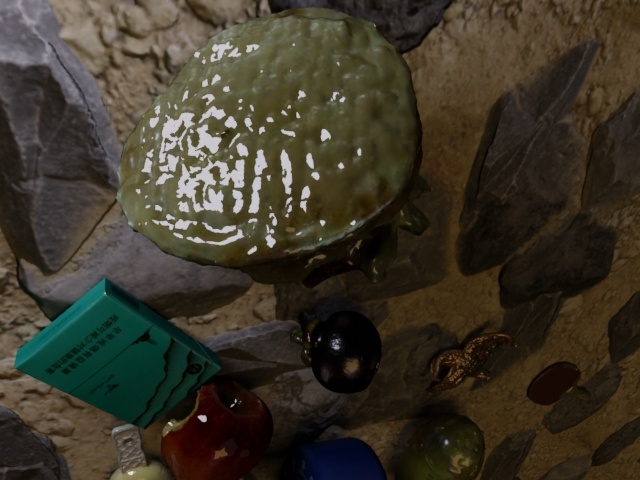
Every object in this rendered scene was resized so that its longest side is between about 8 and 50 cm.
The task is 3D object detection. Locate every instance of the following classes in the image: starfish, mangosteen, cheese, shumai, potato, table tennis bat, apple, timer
[{"bbox_3d":[0.295,0.246,1.037,0.150,0.053,0.210,35,108,-24],"label":"starfish"},{"bbox_3d":[0.023,0.172,0.818,0.151,0.137,0.137,15,121,7],"label":"mangosteen"},{"bbox_3d":[-0.311,0.394,0.857,0.127,0.050,0.255,-11,125,-17],"label":"cheese"},{"bbox_3d":[-0.036,-0.057,0.603,0.330,0.292,0.288,-21,164,-2],"label":"shumai"},{"bbox_3d":[0.256,0.495,1.122,0.176,0.141,0.298,11,124,-15],"label":"potato"},{"bbox_3d":[0.595,0.360,1.253,0.234,0.022,0.131,23,110,-32],"label":"table tennis bat"},{"bbox_3d":[-0.163,0.314,0.806,0.158,0.147,0.156,-60,157,10],"label":"apple"},{"bbox_3d":[-0.095,0.481,0.894,0.383,0.270,0.270,12,117,-22],"label":"timer"}]

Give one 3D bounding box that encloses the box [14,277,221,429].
[{"bbox_3d":[-0.276,0.171,0.726,0.161,0.042,0.226,-38,129,5],"label":"box"}]
